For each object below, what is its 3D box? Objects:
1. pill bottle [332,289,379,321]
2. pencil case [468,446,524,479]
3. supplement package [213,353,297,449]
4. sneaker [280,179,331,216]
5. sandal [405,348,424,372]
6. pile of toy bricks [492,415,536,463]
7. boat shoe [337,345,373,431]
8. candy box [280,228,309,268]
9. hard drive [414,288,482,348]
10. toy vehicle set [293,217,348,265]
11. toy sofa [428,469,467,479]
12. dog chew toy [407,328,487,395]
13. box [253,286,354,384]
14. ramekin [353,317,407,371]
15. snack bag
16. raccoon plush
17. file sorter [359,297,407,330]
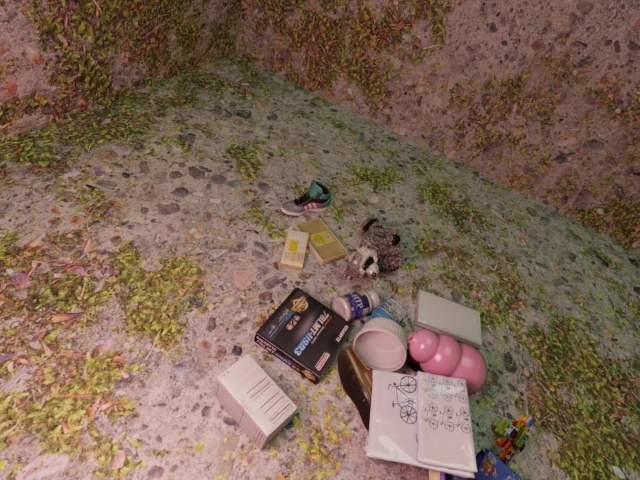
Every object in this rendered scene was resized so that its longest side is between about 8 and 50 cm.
[{"bbox_3d":[0.156,0.276,1.752,0.187,0.112,0.112,-13,52,-32],"label":"pill bottle"},{"bbox_3d":[0.639,0.836,1.361,0.306,0.119,0.133,37,47,16],"label":"pencil case"},{"bbox_3d":[-0.216,0.522,1.327,0.244,0.139,0.134,41,47,19],"label":"supplement package"},{"bbox_3d":[-0.062,-0.227,2.133,0.296,0.178,0.124,-13,52,-32],"label":"sneaker"},{"bbox_3d":[0.368,0.478,1.680,0.179,0.040,0.067,36,44,16],"label":"sandal"},{"bbox_3d":[0.705,0.724,1.534,0.212,0.118,0.105,-30,23,-29],"label":"pile of toy bricks"},{"bbox_3d":[0.172,0.541,1.491,0.120,0.122,0.324,-7,57,-35],"label":"boat shoe"},{"bbox_3d":[-0.119,0.038,1.921,0.105,0.027,0.206,12,51,-2],"label":"candy box"},{"bbox_3d":[0.594,0.359,1.896,0.308,0.040,0.203,20,42,0],"label":"hard drive"},{"bbox_3d":[0.000,0.000,2.030,0.166,0.035,0.267,-16,53,-34],"label":"toy vehicle set"},{"bbox_3d":[0.410,0.699,1.356,0.177,0.150,0.362,4,42,9],"label":"toy sofa"},{"bbox_3d":[0.482,0.460,1.586,0.332,0.206,0.206,34,41,-11],"label":"dog chew toy"},{"bbox_3d":[-0.059,0.364,1.607,0.293,0.073,0.295,32,44,13],"label":"box"},{"bbox_3d":[0.242,0.400,1.597,0.207,0.207,0.109,28,33,7],"label":"ramekin"},{"bbox_3d":[0.325,0.577,1.347,0.343,0.037,0.323,8,42,6],"label":"snack bag"},{"bbox_3d":[0.202,0.047,2.017,0.299,0.216,0.446,-12,21,-14],"label":"raccoon plush"},{"bbox_3d":[0.272,0.342,1.736,0.118,0.104,0.170,38,45,19],"label":"file sorter"}]
